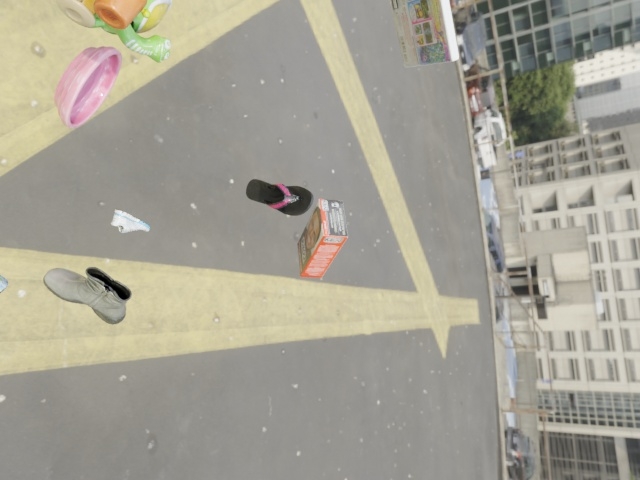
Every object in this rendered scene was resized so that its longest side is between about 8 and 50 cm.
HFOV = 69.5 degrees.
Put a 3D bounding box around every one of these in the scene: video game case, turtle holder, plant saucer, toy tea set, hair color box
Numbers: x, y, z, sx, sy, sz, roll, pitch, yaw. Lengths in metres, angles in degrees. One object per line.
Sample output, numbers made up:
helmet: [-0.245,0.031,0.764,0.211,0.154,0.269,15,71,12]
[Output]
video game case: [0.174,-0.385,0.798,0.019,0.143,0.157,-26,114,-16]
turtle holder: [-0.541,-0.708,1.331,0.320,0.243,0.227,47,37,13]
plant saucer: [-0.842,-0.562,1.657,0.084,0.332,0.332,33,49,-15]
toy tea set: [-0.492,-0.584,0.938,0.336,0.200,0.124,80,28,-71]
hair color box: [0.000,0.000,0.768,0.043,0.141,0.072,4,57,-18]

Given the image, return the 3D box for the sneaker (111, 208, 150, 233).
sneaker: [-0.785,-0.063,1.896,0.083,0.071,0.190,-66,151,-8]

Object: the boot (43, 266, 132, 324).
boot: [-0.611,0.113,1.220,0.246,0.161,0.083,31,45,-3]

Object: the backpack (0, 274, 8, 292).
backpack: [-1.037,0.145,1.421,0.114,0.105,0.084,-38,121,-20]

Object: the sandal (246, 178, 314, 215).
sandal: [-0.099,-0.098,1.024,0.040,0.179,0.067,13,92,-65]
